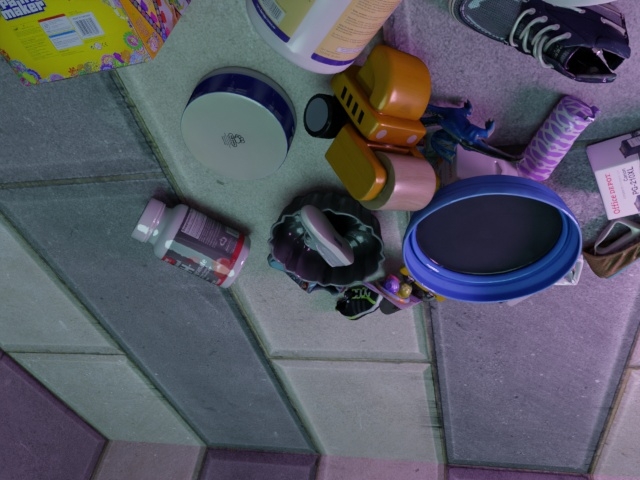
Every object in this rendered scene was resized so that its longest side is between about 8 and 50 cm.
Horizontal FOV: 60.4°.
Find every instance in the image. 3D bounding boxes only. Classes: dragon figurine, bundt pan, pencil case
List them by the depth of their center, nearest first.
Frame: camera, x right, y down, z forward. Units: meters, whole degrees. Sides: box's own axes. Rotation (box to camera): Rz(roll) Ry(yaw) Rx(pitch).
[{"bbox_3d":[0.295,-0.228,1.194,0.144,0.289,0.085,-20,147,-23],"label":"dragon figurine"},{"bbox_3d":[0.528,-0.226,1.235,0.088,0.086,0.206,-2,145,-21],"label":"pencil case"},{"bbox_3d":[0.023,-0.016,1.554,0.331,0.124,0.331,6,139,5],"label":"bundt pan"}]

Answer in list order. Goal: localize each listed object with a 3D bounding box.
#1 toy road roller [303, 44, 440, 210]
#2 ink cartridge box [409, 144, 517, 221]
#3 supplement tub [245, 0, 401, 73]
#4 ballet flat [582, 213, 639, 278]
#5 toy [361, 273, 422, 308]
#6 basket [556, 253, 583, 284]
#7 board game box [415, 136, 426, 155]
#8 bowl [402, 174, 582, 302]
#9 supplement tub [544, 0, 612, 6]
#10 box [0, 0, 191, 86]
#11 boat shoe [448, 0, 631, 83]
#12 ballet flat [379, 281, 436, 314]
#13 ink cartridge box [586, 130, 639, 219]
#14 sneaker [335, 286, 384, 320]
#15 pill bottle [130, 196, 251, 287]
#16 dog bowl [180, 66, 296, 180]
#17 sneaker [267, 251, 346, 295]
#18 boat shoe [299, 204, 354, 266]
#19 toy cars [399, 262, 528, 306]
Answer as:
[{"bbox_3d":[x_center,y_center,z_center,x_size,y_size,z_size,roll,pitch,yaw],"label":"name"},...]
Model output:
[{"bbox_3d":[0.136,-0.241,1.131,0.202,0.329,0.240,-2,142,-41],"label":"toy road roller"},{"bbox_3d":[0.344,-0.106,1.341,0.168,0.171,0.232,20,138,-10],"label":"ink cartridge box"},{"bbox_3d":[0.044,-0.480,0.938,0.241,0.241,0.331,29,136,-19],"label":"supplement tub"},{"bbox_3d":[0.811,-0.024,1.392,0.124,0.116,0.342,41,138,-3],"label":"ballet flat"},{"bbox_3d":[0.225,0.138,1.627,0.137,0.056,0.237,32,-172,22],"label":"toy"},{"bbox_3d":[0.615,0.049,1.504,0.167,0.103,0.113,0,138,14],"label":"basket"},{"bbox_3d":[0.156,-0.199,1.376,0.193,0.045,0.147,8,139,5],"label":"board game box"},{"bbox_3d":[0.385,0.004,1.267,0.391,0.077,0.391,5,140,4],"label":"bowl"},{"bbox_3d":[0.400,-0.541,0.791,0.235,0.235,0.325,-7,136,20],"label":"supplement tub"},{"bbox_3d":[-0.433,-0.462,1.040,0.290,0.279,0.177,-5,136,18],"label":"box"},{"bbox_3d":[0.406,-0.391,1.014,0.340,0.158,0.127,11,139,1],"label":"boat shoe"},{"bbox_3d":[0.299,0.173,1.760,0.250,0.058,0.084,-30,86,32],"label":"ballet flat"},{"bbox_3d":[0.748,-0.161,1.238,0.237,0.100,0.172,-16,131,28],"label":"ink cartridge box"},{"bbox_3d":[0.124,0.194,1.797,0.097,0.084,0.234,28,136,-16],"label":"sneaker"},{"bbox_3d":[-0.383,0.001,1.628,0.318,0.176,0.176,28,137,-17],"label":"pill bottle"},{"bbox_3d":[-0.196,-0.275,1.328,0.265,0.104,0.265,7,139,6],"label":"dog bowl"},{"bbox_3d":[-0.040,0.097,1.694,0.262,0.125,0.104,14,138,-2],"label":"sneaker"},{"bbox_3d":[0.000,0.000,1.423,0.081,0.079,0.227,-21,133,26],"label":"boat shoe"},{"bbox_3d":[0.426,0.100,1.624,0.394,0.087,0.176,4,132,3],"label":"toy cars"}]
